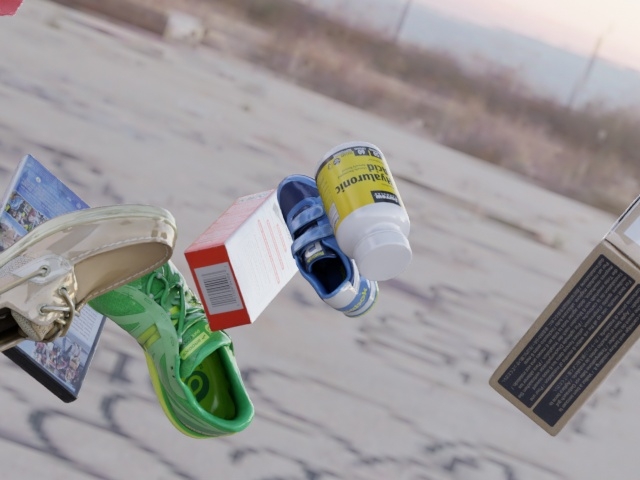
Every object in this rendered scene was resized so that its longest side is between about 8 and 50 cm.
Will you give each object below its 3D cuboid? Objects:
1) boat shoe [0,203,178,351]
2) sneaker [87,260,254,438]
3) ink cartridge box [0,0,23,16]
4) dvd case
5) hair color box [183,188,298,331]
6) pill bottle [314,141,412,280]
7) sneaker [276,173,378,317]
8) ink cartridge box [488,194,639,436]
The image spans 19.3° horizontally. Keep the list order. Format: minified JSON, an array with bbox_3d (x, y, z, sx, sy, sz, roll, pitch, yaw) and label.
[{"bbox_3d":[-0.273,0.056,1.807,0.109,0.302,0.098,78,-8,-58],"label":"boat shoe"},{"bbox_3d":[-0.154,0.085,1.982,0.123,0.109,0.295,2,-50,53],"label":"sneaker"},{"bbox_3d":[-0.311,-0.217,1.481,0.181,0.056,0.225,-8,20,5],"label":"ink cartridge box"},{"bbox_3d":[-0.314,0.042,2.168,0.022,0.253,0.180,-27,-58,35],"label":"dvd case"},{"bbox_3d":[-0.079,0.019,1.981,0.053,0.093,0.167,-11,16,24],"label":"hair color box"},{"bbox_3d":[0.039,-0.023,1.598,0.065,0.065,0.116,17,38,-37],"label":"pill bottle"},{"bbox_3d":[0.000,0.000,1.654,0.059,0.053,0.144,12,43,-60],"label":"sneaker"},{"bbox_3d":[0.275,0.054,1.766,0.088,0.193,0.234,41,31,8],"label":"ink cartridge box"}]
